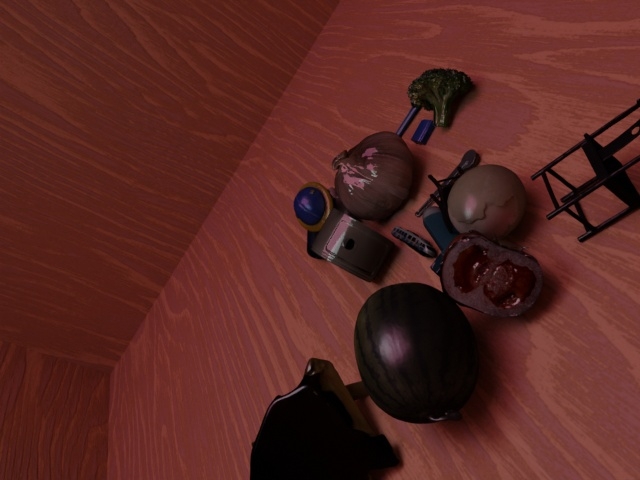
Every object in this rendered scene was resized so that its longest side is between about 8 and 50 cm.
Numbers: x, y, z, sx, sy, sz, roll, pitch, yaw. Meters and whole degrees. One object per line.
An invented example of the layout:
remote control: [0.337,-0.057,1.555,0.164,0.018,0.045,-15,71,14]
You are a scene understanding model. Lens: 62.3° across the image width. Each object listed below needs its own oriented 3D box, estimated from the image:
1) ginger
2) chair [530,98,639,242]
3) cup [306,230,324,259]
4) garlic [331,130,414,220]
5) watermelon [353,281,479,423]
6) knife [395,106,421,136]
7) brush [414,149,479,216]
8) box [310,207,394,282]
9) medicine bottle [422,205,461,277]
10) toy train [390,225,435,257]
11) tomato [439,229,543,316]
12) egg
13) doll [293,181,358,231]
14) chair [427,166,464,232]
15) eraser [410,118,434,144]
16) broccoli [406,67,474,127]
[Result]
ginger: [0.014,0.549,1.391,0.413,0.359,0.211,-64,-16,-5]
chair: [0.594,-0.141,1.091,0.260,0.142,0.154,-41,35,36]
cup: [0.010,-0.003,1.989,0.114,0.150,0.138,-9,52,15]
garlic: [0.181,-0.227,1.787,0.322,0.241,0.321,-19,48,23]
watermelon: [0.216,0.257,1.202,0.279,0.279,0.359,-44,32,29]
knife: [0.324,-0.448,1.943,0.296,0.026,0.044,-58,25,12]
brush: [0.379,-0.167,1.600,0.266,0.027,0.062,-50,29,28]
box: [0.100,0.016,1.672,0.149,0.226,0.226,-61,28,2]
medicine bottle: [0.337,0.003,1.445,0.124,0.079,0.258,-40,32,18]
toy train: [0.281,0.004,1.577,0.047,0.043,0.207,-59,28,5]
tomato: [0.386,0.069,1.207,0.180,0.214,0.155,-67,-14,13]
egg: [0.397,-0.086,1.286,0.217,0.183,0.183,-32,4,-43]
doll: [0.030,-0.076,1.857,0.159,0.243,0.311,-50,57,11]
chair: [0.370,-0.110,1.443,0.102,0.084,0.212,-14,35,2]
eraser: [0.354,-0.373,1.818,0.084,0.027,0.063,-61,27,1]
broccoli: [0.390,-0.461,1.723,0.194,0.220,0.193,180,90,-84]
